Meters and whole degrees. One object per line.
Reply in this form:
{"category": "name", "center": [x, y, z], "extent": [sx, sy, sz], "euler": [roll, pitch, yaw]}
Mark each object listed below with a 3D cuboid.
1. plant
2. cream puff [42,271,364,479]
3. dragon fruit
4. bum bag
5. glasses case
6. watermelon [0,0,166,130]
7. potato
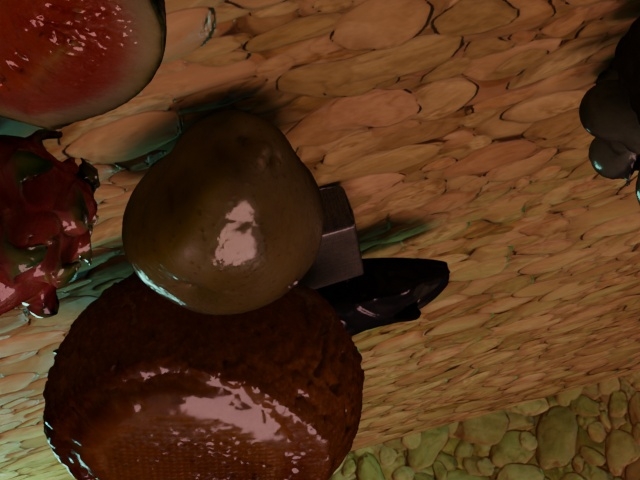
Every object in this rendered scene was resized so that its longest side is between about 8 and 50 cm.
{"category": "plant", "center": [0.290, -0.108, 1.475], "extent": [0.149, 0.146, 0.274], "euler": [-1, 162, -12]}
{"category": "cream puff", "center": [-0.105, 0.131, 1.786], "extent": [0.303, 0.212, 0.303], "euler": [1, 139, 1]}
{"category": "dragon fruit", "center": [-0.261, 0.002, 1.302], "extent": [0.236, 0.137, 0.135], "euler": [-22, 151, 15]}
{"category": "bum bag", "center": [-0.029, 0.074, 1.944], "extent": [0.340, 0.095, 0.144], "euler": [-14, 176, 14]}
{"category": "glasses case", "center": [0.000, 0.000, 1.781], "extent": [0.071, 0.047, 0.205], "euler": [-18, 167, 0]}
{"category": "watermelon", "center": [-0.153, -0.127, 1.101], "extent": [0.119, 0.063, 0.245], "euler": [5, 159, -24]}
{"category": "potato", "center": [-0.070, -0.026, 1.437], "extent": [0.157, 0.157, 0.194], "euler": [-12, 153, -18]}
